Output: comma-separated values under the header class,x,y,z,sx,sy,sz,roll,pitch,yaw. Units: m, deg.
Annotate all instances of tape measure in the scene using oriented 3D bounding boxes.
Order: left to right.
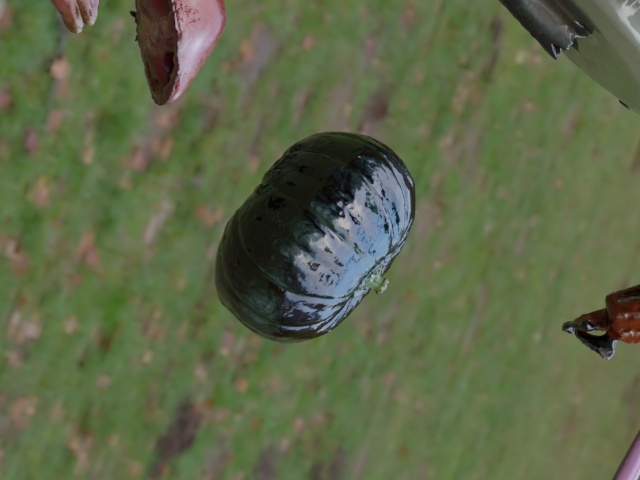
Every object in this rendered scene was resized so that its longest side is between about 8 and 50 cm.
class,x,y,z,sx,sy,sz,roll,pitch,yaw
tape measure,0.144,-0.197,1.161,0.133,0.271,0.231,-42,173,2

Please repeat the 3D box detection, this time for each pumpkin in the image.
class,x,y,z,sx,sy,sz,roll,pitch,yaw
pumpkin,0.000,0.000,1.641,0.202,0.140,0.202,-46,171,-10

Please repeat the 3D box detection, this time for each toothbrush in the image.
class,x,y,z,sx,sy,sz,roll,pitch,yaw
toothbrush,0.268,0.158,1.561,0.025,0.020,0.286,-52,167,-70

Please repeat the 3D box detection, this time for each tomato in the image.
class,x,y,z,sx,sy,sz,roll,pitch,yaw
tomato,-0.163,-0.263,2.321,0.173,0.099,0.189,-155,-124,-65

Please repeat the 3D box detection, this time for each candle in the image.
class,x,y,z,sx,sy,sz,roll,pitch,yaw
candle,0.335,0.052,1.683,0.059,0.302,0.084,-18,94,-49

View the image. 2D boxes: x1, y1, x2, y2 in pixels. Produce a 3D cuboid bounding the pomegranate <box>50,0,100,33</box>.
class,x,y,z,sx,sy,sz,roll,pitch,yaw
pomegranate,-0.267,-0.335,1.947,0.214,0.214,0.248,-8,89,-74
